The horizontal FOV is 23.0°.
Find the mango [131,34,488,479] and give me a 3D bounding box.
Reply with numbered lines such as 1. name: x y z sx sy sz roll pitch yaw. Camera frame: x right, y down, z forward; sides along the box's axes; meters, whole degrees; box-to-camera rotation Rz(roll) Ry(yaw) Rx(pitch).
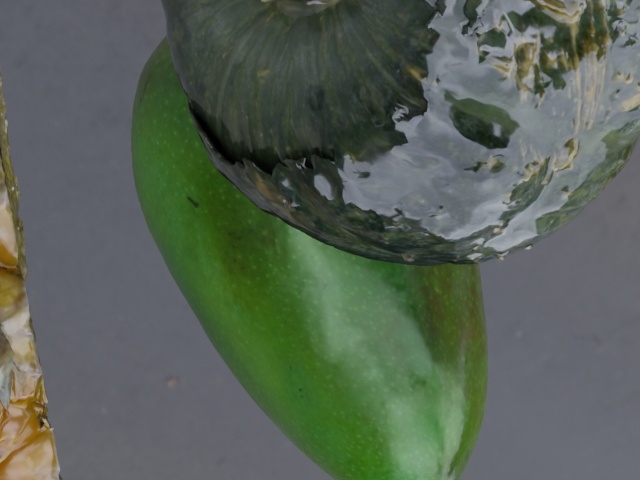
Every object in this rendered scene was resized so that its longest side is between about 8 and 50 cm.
1. mango: 0.000 0.000 1.047 0.201 0.382 0.225 -8 151 -36

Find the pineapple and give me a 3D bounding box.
1. pineapple: -0.098 -0.007 0.420 0.047 0.221 0.221 -12 145 -12

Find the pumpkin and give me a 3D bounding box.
1. pumpkin: 0.056 -0.152 0.816 0.291 0.328 0.257 -29 167 41
